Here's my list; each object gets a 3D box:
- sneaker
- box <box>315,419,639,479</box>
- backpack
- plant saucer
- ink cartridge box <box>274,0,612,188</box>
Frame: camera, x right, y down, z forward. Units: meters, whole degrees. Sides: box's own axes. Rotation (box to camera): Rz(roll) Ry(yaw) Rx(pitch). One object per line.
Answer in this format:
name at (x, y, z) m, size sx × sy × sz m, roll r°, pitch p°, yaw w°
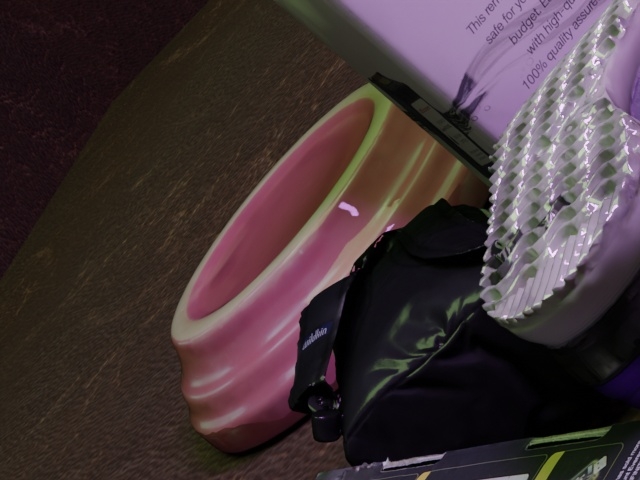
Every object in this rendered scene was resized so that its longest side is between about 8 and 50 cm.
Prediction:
sneaker at (0.151, -0.007, 0.720) m, size 0.102 × 0.146 × 0.293 m, roll -51°, pitch 8°, yaw 29°
box at (-0.002, 0.250, 0.628) m, size 0.395 × 0.097 × 0.318 m, roll -57°, pitch 16°, yaw -25°
backpack at (0.065, 0.052, 0.898) m, size 0.152 × 0.115 × 0.182 m, roll -38°, pitch 14°, yaw 4°
plant saucer at (0.000, 0.000, 1.318) m, size 0.332 × 0.084 × 0.332 m, roll -47°, pitch 15°, yaw 16°
ink cartridge box at (0.121, -0.114, 0.893) m, size 0.172 × 0.237 × 0.100 m, roll -51°, pitch 13°, yaw -6°
